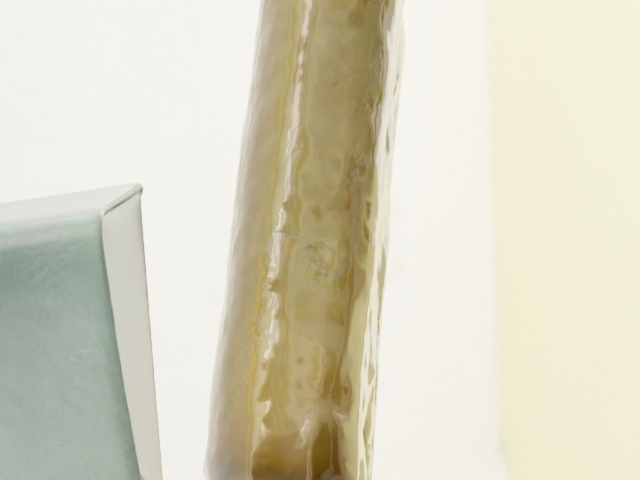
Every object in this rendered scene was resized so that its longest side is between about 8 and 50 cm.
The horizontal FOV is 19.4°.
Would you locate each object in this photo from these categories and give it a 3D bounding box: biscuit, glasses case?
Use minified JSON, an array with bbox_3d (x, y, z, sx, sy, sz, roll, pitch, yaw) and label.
[{"bbox_3d":[0.000,0.000,0.776,0.237,0.062,0.291,81,-165,-75],"label":"biscuit"},{"bbox_3d":[-0.174,0.046,0.455,0.056,0.266,0.105,64,-162,-71],"label":"glasses case"}]
